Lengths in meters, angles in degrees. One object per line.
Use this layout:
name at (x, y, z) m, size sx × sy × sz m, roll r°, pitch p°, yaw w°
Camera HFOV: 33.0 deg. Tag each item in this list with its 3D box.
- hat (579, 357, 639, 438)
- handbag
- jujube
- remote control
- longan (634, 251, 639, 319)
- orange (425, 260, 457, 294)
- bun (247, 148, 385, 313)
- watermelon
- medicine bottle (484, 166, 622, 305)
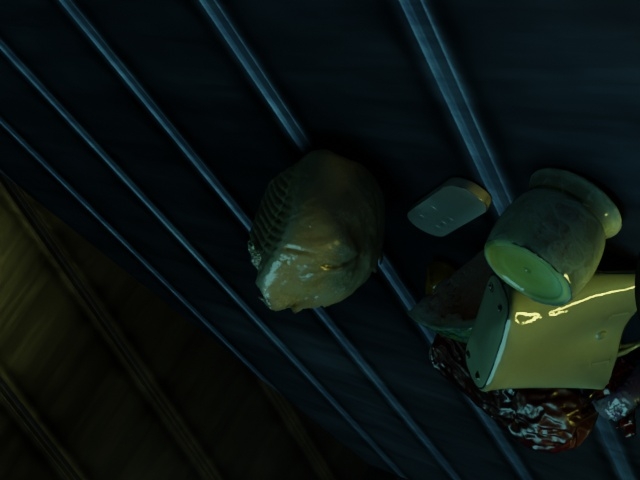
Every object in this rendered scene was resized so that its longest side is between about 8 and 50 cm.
hat at (0.478, 0.218, 1.879) m, size 0.227 × 0.140 × 0.129 m, roll 46°, pitch 151°, yaw -5°
handbag at (0.387, 0.139, 1.613) m, size 0.315 × 0.109 × 0.241 m, roll 3°, pitch 129°, yaw -11°
jujube at (0.368, 0.263, 2.068) m, size 0.342 × 0.216 × 0.216 m, roll 27°, pitch 163°, yaw 32°
remote control at (0.203, -0.052, 1.735) m, size 0.077 × 0.022 × 0.245 m, roll 31°, pitch 163°, yaw -7°
longan at (0.494, 0.065, 1.234) m, size 0.300 × 0.243 × 0.300 m, roll 45°, pitch -165°, yaw -16°
orange at (0.223, 0.079, 1.977) m, size 0.062 × 0.086 × 0.086 m, roll 4°, pitch 158°, yaw 7°
bun at (0.005, -0.015, 1.809) m, size 0.205 × 0.281 × 0.281 m, roll 19°, pitch 167°, yaw -19°
watermelon at (0.316, 0.097, 1.757) m, size 0.260 × 0.256 × 0.176 m, roll 17°, pitch 115°, yaw 57°
medicine bottle at (0.316, -0.006, 1.471) m, size 0.147 × 0.143 × 0.147 m, roll 32°, pitch 159°, yaw 14°
